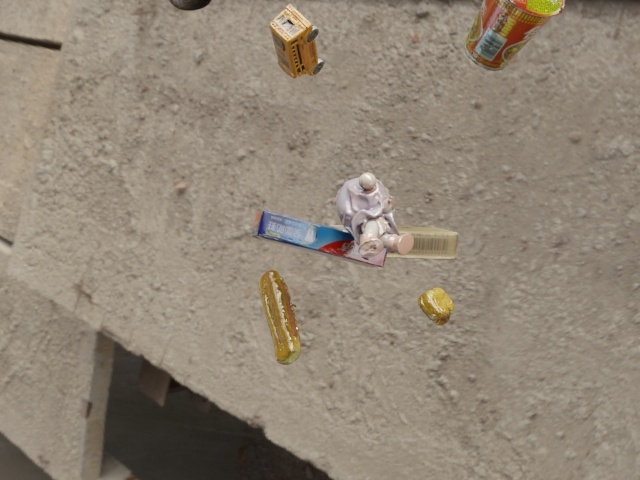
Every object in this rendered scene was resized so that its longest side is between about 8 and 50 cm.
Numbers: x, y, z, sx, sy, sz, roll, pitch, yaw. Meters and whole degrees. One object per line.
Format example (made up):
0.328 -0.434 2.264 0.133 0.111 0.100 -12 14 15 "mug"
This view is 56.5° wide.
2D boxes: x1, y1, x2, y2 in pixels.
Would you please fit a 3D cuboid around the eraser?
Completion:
0.200 0.002 1.651 0.144 0.343 0.078 -155 68 -71 "eraser"

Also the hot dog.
-0.102 0.191 1.499 0.088 0.061 0.286 -38 41 23 "hot dog"

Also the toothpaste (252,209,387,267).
0.000 0.000 1.423 0.076 0.320 0.066 173 110 -72 "toothpaste"

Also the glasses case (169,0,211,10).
-0.289 -0.600 1.210 0.103 0.266 0.067 -7 47 0 "glasses case"

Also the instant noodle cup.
0.472 -0.550 1.503 0.193 0.193 0.212 63 153 20 "instant noodle cup"

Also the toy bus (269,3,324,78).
-0.046 -0.363 1.123 0.074 0.162 0.069 -42 75 -7 "toy bus"

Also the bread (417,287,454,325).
0.254 0.143 1.306 0.046 0.083 0.081 -51 17 40 "bread"

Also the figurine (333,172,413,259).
0.111 -0.050 1.331 0.133 0.200 0.276 -22 32 3 "figurine"
